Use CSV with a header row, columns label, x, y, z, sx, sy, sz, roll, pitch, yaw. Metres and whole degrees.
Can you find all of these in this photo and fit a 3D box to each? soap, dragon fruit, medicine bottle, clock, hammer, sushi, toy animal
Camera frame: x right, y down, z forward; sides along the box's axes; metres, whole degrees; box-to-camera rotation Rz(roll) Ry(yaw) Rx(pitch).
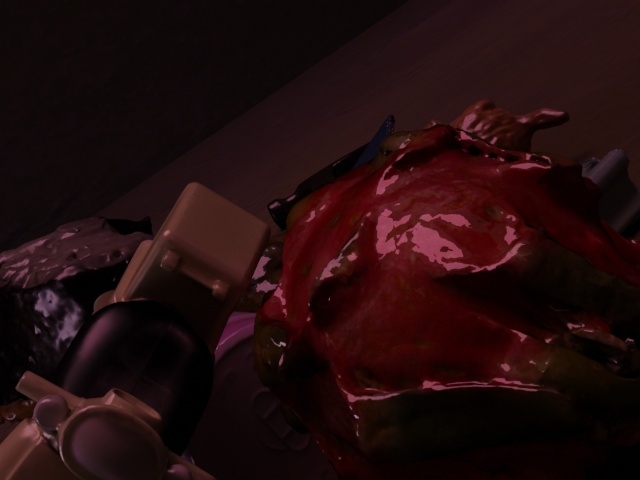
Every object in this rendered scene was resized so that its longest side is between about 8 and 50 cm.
label,x,y,z,sx,sy,sz,roll,pitch,yaw
soap,0.176,0.008,1.399,0.114,0.063,0.198,-20,17,49
dragon fruit,0.091,0.057,1.033,0.303,0.237,0.231,1,55,52
medicine bottle,-0.075,0.131,1.328,0.152,0.152,0.254,-36,13,-19
clock,-0.147,0.143,1.026,0.276,0.120,0.379,-56,9,31
hammer,0.014,-0.031,2.056,0.168,0.044,0.440,-33,12,5
sushi,-0.268,0.090,1.915,0.234,0.207,0.348,-26,11,-34
toy animal,0.140,-0.064,1.706,0.184,0.104,0.185,-22,11,45

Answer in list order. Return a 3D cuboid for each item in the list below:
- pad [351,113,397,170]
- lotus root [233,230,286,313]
label,x,y,z,sx,sy,sz,roll,pitch,yaw
pad,0.000,0.000,1.766,0.269,0.012,0.269,-55,6,12
lotus root,-0.054,0.071,1.590,0.214,0.138,0.138,-28,12,34
